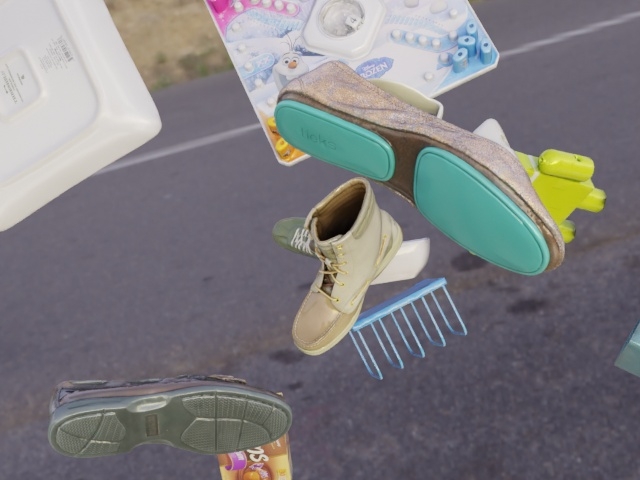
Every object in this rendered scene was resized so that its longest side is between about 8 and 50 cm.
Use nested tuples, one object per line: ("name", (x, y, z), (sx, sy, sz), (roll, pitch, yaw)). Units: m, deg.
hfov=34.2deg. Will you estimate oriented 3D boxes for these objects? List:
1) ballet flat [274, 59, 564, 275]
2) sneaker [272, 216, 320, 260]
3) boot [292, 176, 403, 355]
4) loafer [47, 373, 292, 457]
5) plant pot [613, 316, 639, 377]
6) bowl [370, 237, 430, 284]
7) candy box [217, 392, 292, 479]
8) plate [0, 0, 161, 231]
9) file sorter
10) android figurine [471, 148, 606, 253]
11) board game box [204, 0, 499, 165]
("ballet flat", (0.104, -0.085, 0.960), (0.316, 0.107, 0.106), (33, 55, 20))
("sneaker", (0.000, 0.000, 1.681), (0.192, 0.064, 0.086), (16, 0, 20))
("boot", (0.015, 0.034, 1.310), (0.077, 0.165, 0.213), (31, 81, 26))
("loafer", (-0.166, 0.180, 1.156), (0.268, 0.096, 0.084), (1, 33, -18))
("plant pot", (0.637, 0.176, 1.706), (0.234, 0.165, 0.165), (29, 76, 16))
("bowl", (0.088, 0.032, 1.482), (0.142, 0.053, 0.142), (-8, 0, 8))
("candy box", (-0.103, 0.313, 1.593), (0.109, 0.186, 0.053), (-3, 43, 1))
("plate", (-0.362, -0.190, 1.267), (0.278, 0.277, 0.045), (-28, -7, 19))
("file sorter", (0.139, 0.145, 1.715), (0.170, 0.104, 0.118), (-26, 0, -8))
("android figurine", (0.331, -0.060, 1.709), (0.273, 0.248, 0.056), (11, 45, -30))
("board game box", (0.035, -0.367, 1.709), (0.390, 0.390, 0.050), (-26, -22, 2))
